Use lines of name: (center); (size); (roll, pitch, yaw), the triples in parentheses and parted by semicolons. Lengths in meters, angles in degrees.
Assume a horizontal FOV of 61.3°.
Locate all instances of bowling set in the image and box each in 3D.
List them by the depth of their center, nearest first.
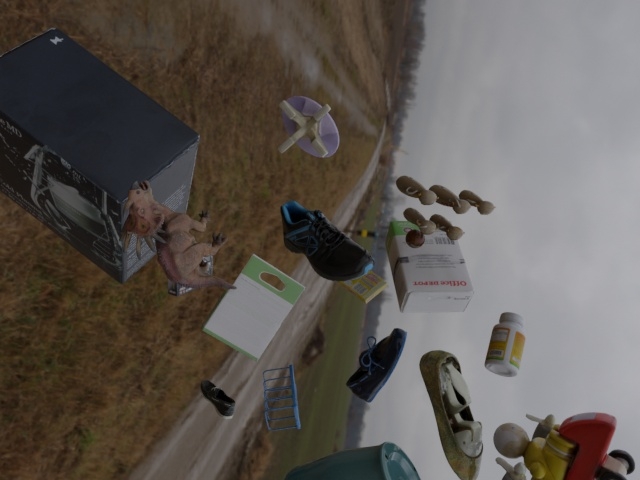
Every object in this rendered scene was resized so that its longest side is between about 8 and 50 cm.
bowling set: (0.323, -0.050, 1.459); (0.154, 0.287, 0.199); (-132, -128, -58)

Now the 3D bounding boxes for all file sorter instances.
file sorter: (-0.129, 0.516, 1.763); (0.170, 0.105, 0.118); (-103, -175, -54)

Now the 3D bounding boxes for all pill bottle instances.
pill bottle: (0.778, 0.430, 2.251); (0.136, 0.137, 0.245); (88, 23, -61)

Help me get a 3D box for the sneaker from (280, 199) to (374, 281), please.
sneaker: (0.000, 0.000, 1.460); (0.125, 0.341, 0.139); (-36, 132, -28)

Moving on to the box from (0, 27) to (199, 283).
box: (-0.620, -0.205, 1.462); (0.297, 0.480, 0.471); (-51, 176, -35)

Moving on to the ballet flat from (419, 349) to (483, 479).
ballet flat: (0.359, 0.455, 1.408); (0.123, 0.123, 0.348); (71, 1, -77)

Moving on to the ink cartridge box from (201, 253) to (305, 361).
ink cartridge box: (-0.174, 0.173, 1.407); (0.235, 0.171, 0.056); (-57, -167, -3)

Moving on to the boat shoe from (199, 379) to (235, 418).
boat shoe: (-0.431, 0.652, 2.275); (0.084, 0.233, 0.079); (1, 111, -42)

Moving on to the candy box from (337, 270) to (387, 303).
candy box: (0.118, 0.127, 1.845); (0.105, 0.206, 0.027); (-35, 139, -25)

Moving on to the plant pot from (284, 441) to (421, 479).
plant pot: (0.095, 0.601, 1.236); (0.271, 0.255, 0.271); (48, 20, -23)

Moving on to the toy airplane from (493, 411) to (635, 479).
toy airplane: (0.532, 0.580, 1.332); (0.384, 0.272, 0.386); (-40, 157, -16)

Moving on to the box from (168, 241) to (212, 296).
box: (-0.556, 0.119, 2.324); (0.231, 0.056, 0.182); (-25, 125, -60)

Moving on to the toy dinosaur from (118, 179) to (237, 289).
toy dinosaur: (-0.313, 0.016, 1.150); (0.295, 0.127, 0.200); (58, 26, -6)

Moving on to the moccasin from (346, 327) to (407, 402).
moccasin: (0.175, 0.413, 1.780); (0.341, 0.117, 0.137); (-66, 174, 31)

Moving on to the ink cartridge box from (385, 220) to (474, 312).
ink cartridge box: (0.317, 0.075, 1.605); (0.114, 0.199, 0.272); (97, -10, -48)

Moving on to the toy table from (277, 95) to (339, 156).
toy table: (-0.048, -0.432, 2.072); (0.252, 0.274, 0.161); (-51, -177, 19)
